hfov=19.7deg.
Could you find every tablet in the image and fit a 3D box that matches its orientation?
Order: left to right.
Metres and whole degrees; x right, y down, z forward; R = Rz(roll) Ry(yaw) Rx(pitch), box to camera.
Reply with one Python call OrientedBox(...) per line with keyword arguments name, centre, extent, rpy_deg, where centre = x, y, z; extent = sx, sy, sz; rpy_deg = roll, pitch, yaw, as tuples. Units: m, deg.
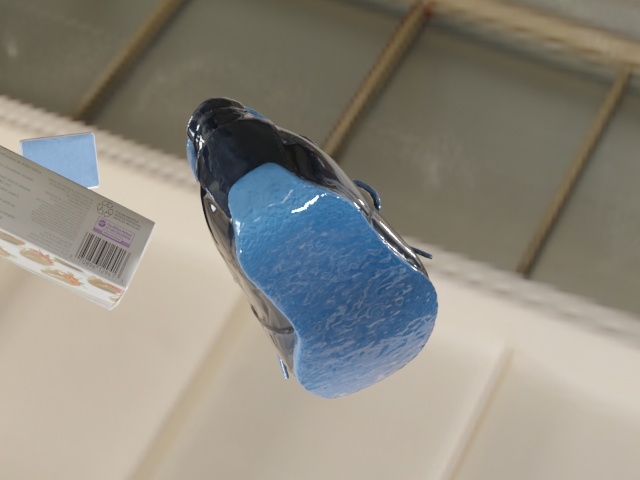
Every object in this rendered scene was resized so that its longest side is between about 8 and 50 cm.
OrientedBox(name="tablet", centre=(-0.245, -0.072, 1.731), extent=(0.083, 0.054, 0.006), rpy_deg=(-10, -174, -41))

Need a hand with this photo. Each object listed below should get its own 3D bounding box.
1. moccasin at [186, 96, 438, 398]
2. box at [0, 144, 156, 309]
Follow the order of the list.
OrientedBox(name="moccasin", centre=(0.000, 0.000, 1.267), extent=(0.138, 0.342, 0.117), rpy_deg=(-30, -118, -5))
OrientedBox(name="box", centre=(-0.284, -0.049, 1.402), extent=(0.324, 0.063, 0.067), rpy_deg=(26, -113, -9))
